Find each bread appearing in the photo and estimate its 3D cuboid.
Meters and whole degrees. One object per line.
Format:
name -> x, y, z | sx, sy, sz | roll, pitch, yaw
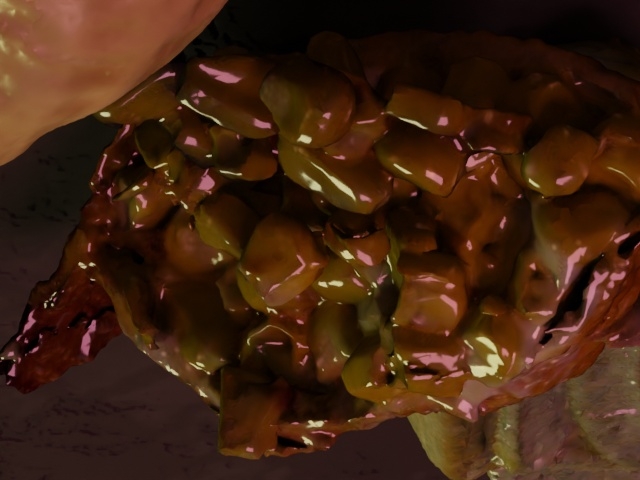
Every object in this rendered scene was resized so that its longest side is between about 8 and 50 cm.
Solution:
bread -> 0.113, 0.019, 0.892 | 0.186, 0.124, 0.257 | -18, 144, 3

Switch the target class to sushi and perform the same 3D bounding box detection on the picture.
sushi -> 0.002, -0.002, 0.732 | 0.179, 0.296, 0.166 | -19, 113, -48

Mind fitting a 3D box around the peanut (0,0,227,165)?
peanut -> -0.072, -0.134, 0.596 | 0.148, 0.147, 0.319 | 17, 128, -39
